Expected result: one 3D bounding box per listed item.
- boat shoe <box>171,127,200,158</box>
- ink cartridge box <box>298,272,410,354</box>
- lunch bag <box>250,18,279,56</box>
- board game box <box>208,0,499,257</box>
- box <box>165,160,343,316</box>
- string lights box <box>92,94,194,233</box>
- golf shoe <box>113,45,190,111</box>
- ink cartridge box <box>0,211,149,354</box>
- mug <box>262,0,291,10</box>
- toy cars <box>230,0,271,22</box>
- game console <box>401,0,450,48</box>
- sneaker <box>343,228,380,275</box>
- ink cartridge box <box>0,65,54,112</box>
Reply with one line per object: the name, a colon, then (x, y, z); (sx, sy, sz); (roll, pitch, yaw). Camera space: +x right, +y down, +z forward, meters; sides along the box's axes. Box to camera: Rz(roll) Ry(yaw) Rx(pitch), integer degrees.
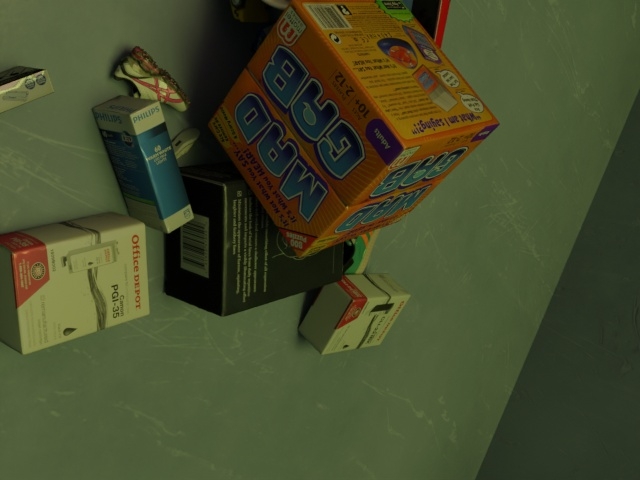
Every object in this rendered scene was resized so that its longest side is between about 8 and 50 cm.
boat shoe: (-0.301, -0.207, 1.667); (0.100, 0.035, 0.035); (-51, 162, -31)
ink cartridge box: (0.100, 0.202, 2.151); (0.273, 0.114, 0.197); (-1, 126, -50)
lunch bag: (-0.091, -0.442, 1.779); (0.129, 0.096, 0.151); (-37, 138, -35)
board game box: (0.065, -0.239, 1.573); (0.357, 0.356, 0.356); (-19, 159, -47)
box: (-0.143, -0.028, 1.766); (0.396, 0.212, 0.293); (-13, 111, -46)
string lights box: (-0.355, -0.153, 1.538); (0.077, 0.133, 0.259); (-36, 128, -36)
golf shoe: (-0.344, -0.316, 1.564); (0.086, 0.067, 0.186); (-42, 140, 6)
ink cartridge box: (-0.481, 0.073, 1.480); (0.283, 0.117, 0.207); (-17, 115, -45)
mug: (0.037, -0.647, 1.602); (0.328, 0.276, 0.373); (-11, 110, -59)
toy cars: (-0.215, -0.631, 1.588); (0.176, 0.087, 0.393); (-58, 135, -25)
game console: (0.128, -0.461, 1.798); (0.060, 0.387, 0.341); (7, 98, -42)
sneaker: (0.095, -0.041, 2.118); (0.121, 0.108, 0.302); (8, 97, -54)
ink cartridge box: (-0.570, -0.240, 1.290); (0.207, 0.097, 0.046); (-35, 127, -37)
